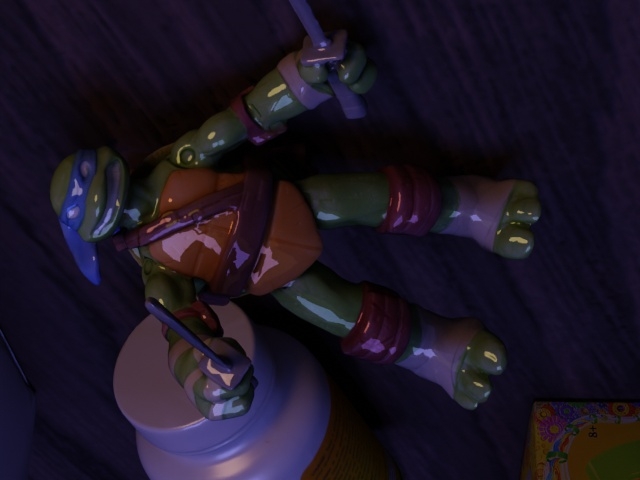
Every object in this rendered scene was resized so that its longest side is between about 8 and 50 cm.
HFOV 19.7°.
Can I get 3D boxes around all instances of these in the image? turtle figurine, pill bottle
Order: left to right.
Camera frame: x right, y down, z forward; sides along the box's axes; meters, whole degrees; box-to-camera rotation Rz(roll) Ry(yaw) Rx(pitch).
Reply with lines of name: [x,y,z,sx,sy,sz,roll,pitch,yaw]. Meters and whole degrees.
pill bottle: [-0.041,0.141,1.254,0.136,0.136,0.246,-12,143,19]
turtle figurine: [0.000,0.000,1.001,0.266,0.198,0.274,14,147,-24]

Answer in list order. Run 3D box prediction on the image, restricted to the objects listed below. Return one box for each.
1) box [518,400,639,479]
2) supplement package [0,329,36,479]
box: [0.288,0.282,1.311,0.279,0.290,0.177,0,145,1]
supplement package: [-0.291,0.125,1.179,0.145,0.204,0.262,-4,144,7]
